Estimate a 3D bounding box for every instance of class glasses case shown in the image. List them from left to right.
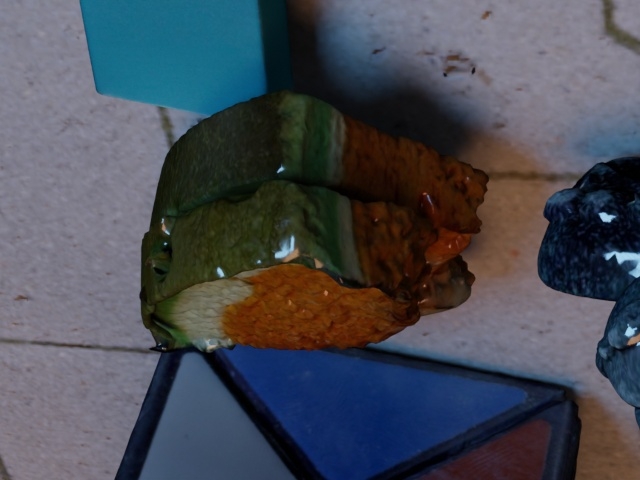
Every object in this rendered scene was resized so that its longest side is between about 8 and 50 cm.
[{"bbox_3d":[-0.079,-0.203,0.946,0.117,0.070,0.301,12,137,15],"label":"glasses case"}]

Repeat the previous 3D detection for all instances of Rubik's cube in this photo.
[{"bbox_3d":[0.006,0.278,1.205,0.305,0.307,0.310,10,137,7],"label":"Rubik's cube"}]

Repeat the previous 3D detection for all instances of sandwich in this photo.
[{"bbox_3d":[-0.009,-0.003,1.040,0.212,0.109,0.292,1,167,0],"label":"sandwich"}]

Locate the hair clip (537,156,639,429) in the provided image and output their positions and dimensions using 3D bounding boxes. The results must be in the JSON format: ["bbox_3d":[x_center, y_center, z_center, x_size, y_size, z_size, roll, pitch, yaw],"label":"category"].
[{"bbox_3d":[0.272,0.035,0.945,0.310,0.206,0.194,-14,127,30],"label":"hair clip"}]
